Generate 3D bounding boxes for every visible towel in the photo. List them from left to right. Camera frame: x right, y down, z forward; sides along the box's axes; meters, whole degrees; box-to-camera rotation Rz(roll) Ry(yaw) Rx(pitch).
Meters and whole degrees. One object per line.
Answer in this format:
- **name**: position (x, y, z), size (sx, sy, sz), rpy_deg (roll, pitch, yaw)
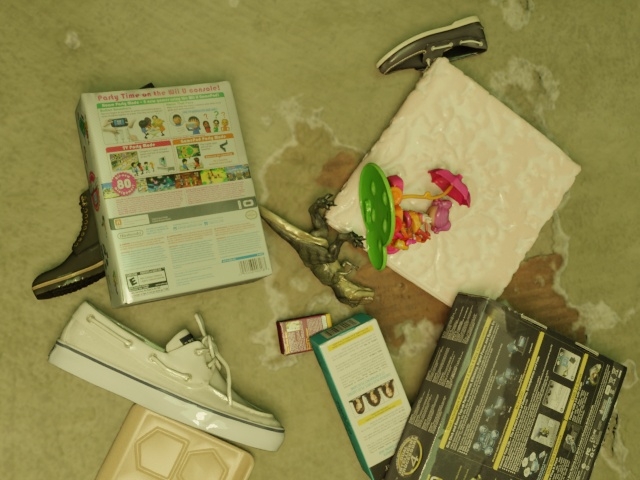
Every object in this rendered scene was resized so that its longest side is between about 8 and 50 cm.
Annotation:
- **towel**: position (0.223, -0.080, 1.297), size (0.317, 0.053, 0.332), rpy_deg (36, 86, -7)

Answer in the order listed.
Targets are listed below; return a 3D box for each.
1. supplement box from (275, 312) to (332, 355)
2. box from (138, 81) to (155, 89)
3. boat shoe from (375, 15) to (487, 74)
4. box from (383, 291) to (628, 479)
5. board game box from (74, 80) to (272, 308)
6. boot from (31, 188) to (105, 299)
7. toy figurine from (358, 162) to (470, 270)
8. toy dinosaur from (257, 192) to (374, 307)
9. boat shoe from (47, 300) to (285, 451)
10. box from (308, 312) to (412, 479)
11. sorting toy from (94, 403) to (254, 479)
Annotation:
- **supplement box**: position (-0.024, 0.148, 1.247), size (0.083, 0.043, 0.055), rpy_deg (-8, 88, -13)
- **box**: position (-0.272, -0.151, 1.232), size (0.116, 0.029, 0.162), rpy_deg (-33, 91, -12)
- **boat shoe**: position (0.191, -0.313, 1.313), size (0.206, 0.075, 0.065), rpy_deg (-25, 87, -17)
- **box**: position (0.288, 0.322, 1.233), size (0.318, 0.097, 0.395), rpy_deg (25, 81, -24)
- **board game box**: position (-0.218, -0.070, 1.159), size (0.224, 0.097, 0.303), rpy_deg (-10, 85, -24)
- **boot**: position (-0.360, -0.006, 1.187), size (0.198, 0.077, 0.137), rpy_deg (-26, 86, -25)
- **toy figurine**: position (0.156, -0.046, 1.218), size (0.159, 0.130, 0.173), rpy_deg (-10, 115, -17)
- **toy dinosaur**: position (0.000, 0.000, 1.235), size (0.268, 0.064, 0.118), rpy_deg (44, 123, -4)
- **boat shoe**: position (-0.205, 0.184, 1.175), size (0.367, 0.136, 0.156), rpy_deg (23, 78, 2)
- **box**: position (0.076, 0.244, 1.225), size (0.100, 0.060, 0.244), rpy_deg (-24, 102, -14)
- **sorting toy**: position (-0.231, 0.375, 1.195), size (0.208, 0.038, 0.193), rpy_deg (26, 81, -3)
